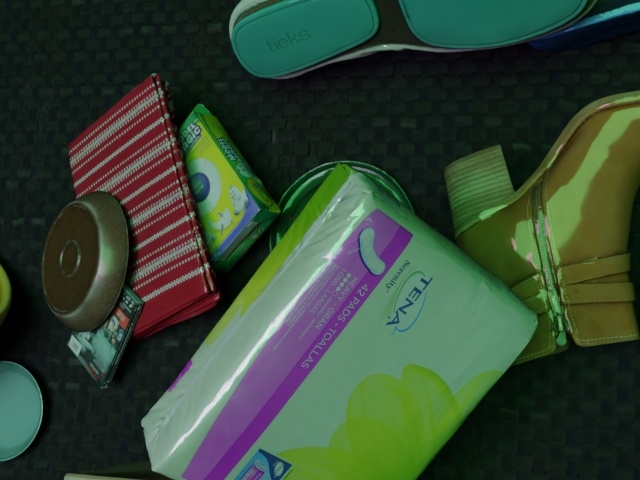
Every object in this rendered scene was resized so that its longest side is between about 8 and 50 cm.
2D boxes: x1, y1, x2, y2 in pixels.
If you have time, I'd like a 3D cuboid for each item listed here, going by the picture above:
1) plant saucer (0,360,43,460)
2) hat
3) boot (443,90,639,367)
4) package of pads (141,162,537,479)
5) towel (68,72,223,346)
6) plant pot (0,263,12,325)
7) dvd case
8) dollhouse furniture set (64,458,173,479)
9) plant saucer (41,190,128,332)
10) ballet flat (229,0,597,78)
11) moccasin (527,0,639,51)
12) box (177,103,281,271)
[{"bbox_3d":[-0.384,0.207,1.008,0.119,0.021,0.119,-3,79,16],"label":"plant saucer"},{"bbox_3d":[0.000,0.000,0.837,0.173,0.183,0.208,-19,76,15],"label":"hat"},{"bbox_3d":[0.269,-0.012,0.793,0.283,0.109,0.220,-19,74,16],"label":"boot"},{"bbox_3d":[0.024,0.117,0.729,0.296,0.229,0.101,-53,27,5],"label":"package of pads"},{"bbox_3d":[-0.210,-0.027,0.958,0.199,0.031,0.275,-28,71,37],"label":"towel"},{"bbox_3d":[-0.529,0.115,0.967,0.254,0.254,0.239,39,110,19],"label":"plant pot"},{"bbox_3d":[-0.252,0.098,0.961,0.087,0.013,0.119,38,110,35],"label":"dvd case"},{"bbox_3d":[-0.180,0.357,0.844,0.212,0.161,0.242,-1,80,17],"label":"dollhouse furniture set"},{"bbox_3d":[-0.283,0.022,0.967,0.168,0.029,0.168,-11,73,42],"label":"plant saucer"},{"bbox_3d":[0.088,-0.263,0.861,0.400,0.139,0.139,-5,79,29],"label":"ballet flat"},{"bbox_3d":[0.356,-0.284,0.797,0.342,0.138,0.116,-12,85,14],"label":"moccasin"},{"bbox_3d":[-0.130,-0.065,0.944,0.105,0.043,0.179,-47,61,24],"label":"box"}]
